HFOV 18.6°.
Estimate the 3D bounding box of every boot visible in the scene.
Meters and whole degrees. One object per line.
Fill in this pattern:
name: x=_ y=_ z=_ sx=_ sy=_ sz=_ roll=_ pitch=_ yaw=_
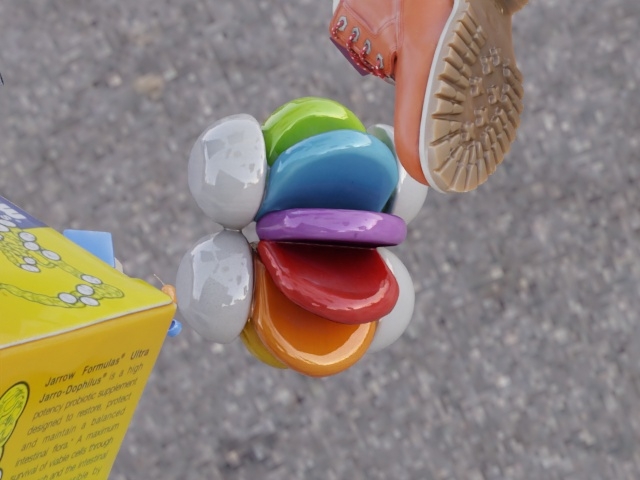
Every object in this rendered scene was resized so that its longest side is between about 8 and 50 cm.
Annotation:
boot: x=0.041 y=-0.079 z=0.837 sx=0.084 sy=0.059 sz=0.158 roll=-13 pitch=47 yaw=27

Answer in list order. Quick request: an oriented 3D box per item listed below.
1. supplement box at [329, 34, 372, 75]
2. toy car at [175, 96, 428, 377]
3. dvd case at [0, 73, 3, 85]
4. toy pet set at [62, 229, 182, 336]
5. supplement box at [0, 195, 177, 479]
supplement box: x=0.056 y=-0.170 z=1.482 sx=0.083 sy=0.043 sz=0.055 roll=-46 pitch=14 yaw=-19
toy car: x=0.000 y=0.000 z=1.260 sx=0.159 sy=0.182 sz=0.136 roll=4 pitch=6 yaw=-23
dvd case: x=-0.249 y=-0.222 z=1.218 sx=0.018 sy=0.221 sz=0.164 roll=-19 pitch=37 yaw=-8
toy pet set: x=-0.193 y=0.045 z=1.697 sx=0.122 sy=0.065 sz=0.114 roll=-25 pitch=46 yaw=15
supplement box: x=-0.259 y=0.150 z=1.039 sx=0.194 sy=0.357 sz=0.195 roll=30 pitch=19 yaw=21
